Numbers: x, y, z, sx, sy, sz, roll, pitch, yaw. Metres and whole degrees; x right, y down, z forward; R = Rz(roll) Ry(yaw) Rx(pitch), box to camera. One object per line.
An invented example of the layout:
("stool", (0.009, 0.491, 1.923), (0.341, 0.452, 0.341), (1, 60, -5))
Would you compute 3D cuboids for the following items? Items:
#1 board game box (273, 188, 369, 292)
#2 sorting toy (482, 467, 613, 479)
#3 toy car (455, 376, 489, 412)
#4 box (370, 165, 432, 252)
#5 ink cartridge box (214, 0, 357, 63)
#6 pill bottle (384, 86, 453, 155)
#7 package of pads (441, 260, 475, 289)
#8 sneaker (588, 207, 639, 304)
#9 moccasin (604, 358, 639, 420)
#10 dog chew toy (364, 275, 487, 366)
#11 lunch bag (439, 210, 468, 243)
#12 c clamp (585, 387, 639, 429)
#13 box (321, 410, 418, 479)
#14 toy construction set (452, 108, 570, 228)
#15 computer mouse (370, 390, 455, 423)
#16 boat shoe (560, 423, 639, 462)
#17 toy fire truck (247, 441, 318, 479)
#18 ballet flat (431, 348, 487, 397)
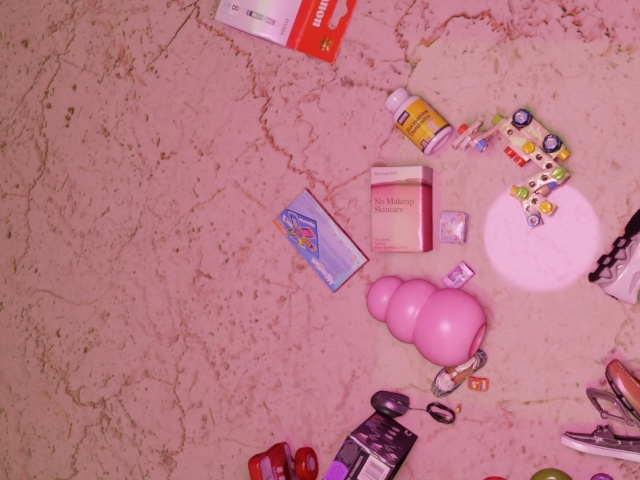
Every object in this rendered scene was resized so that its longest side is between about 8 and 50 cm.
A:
("board game box", (0.000, 0.000, 2.071), (0.145, 0.027, 0.281), (-44, 77, 15))
("sorting toy", (0.567, 0.668, 1.821), (0.365, 0.126, 0.127), (-15, 86, 21))
("toy car", (0.410, 0.423, 1.918), (0.060, 0.040, 0.122), (23, 99, 19))
("box", (0.221, -0.084, 1.931), (0.148, 0.127, 0.233), (0, 92, 21))
("ink cartridge box", (-0.088, -0.720, 2.053), (0.384, 0.091, 0.308), (25, 100, 20))
("pill bottle", (0.261, -0.326, 1.922), (0.184, 0.103, 0.103), (47, 106, 13))
("package of pads", (0.373, 0.099, 1.929), (0.083, 0.032, 0.050), (-45, 78, 16))
("sneaker", (0.814, 0.010, 1.727), (0.146, 0.122, 0.331), (36, 103, -2))
("moccasin", (0.855, 0.414, 1.698), (0.380, 0.139, 0.147), (40, 98, 18))
("dog chew toy", (0.267, 0.197, 1.891), (0.331, 0.206, 0.207), (23, 99, 27))
("lunch bag", (0.361, -0.036, 1.920), (0.071, 0.053, 0.083), (4, 103, 23))
("c clamp", (0.724, 0.426, 1.754), (0.022, 0.160, 0.137), (-37, 101, -12))
("box", (0.138, 0.585, 1.903), (0.143, 0.270, 0.165), (32, 102, 17))
("toy construction set", (0.503, -0.208, 1.819), (0.327, 0.151, 0.215), (43, 106, 3))
("computer mouse", (0.253, 0.459, 1.964), (0.242, 0.041, 0.071), (6, 49, 20))
("boat shoe", (0.724, 0.500, 1.783), (0.228, 0.080, 0.076), (8, 88, 19))
("toy fire truck", (-0.115, 0.732, 2.013), (0.169, 0.254, 0.302), (-12, 87, 21))
("ballet flat", (0.365, 0.356, 1.921), (0.188, 0.070, 0.070), (-46, 76, 15))
